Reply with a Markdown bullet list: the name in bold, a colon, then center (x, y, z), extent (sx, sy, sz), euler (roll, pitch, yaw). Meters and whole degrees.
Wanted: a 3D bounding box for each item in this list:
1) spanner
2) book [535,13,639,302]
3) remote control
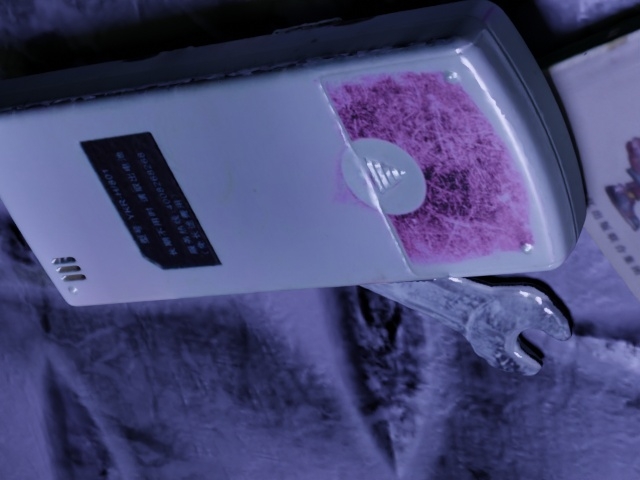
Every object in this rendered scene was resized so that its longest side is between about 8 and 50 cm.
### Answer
- **spanner**: center (0.000, 0.000, 1.073), extent (0.302, 0.017, 0.071), euler (24, 136, 6)
- **book**: center (0.291, -0.032, 0.866), extent (0.371, 0.043, 0.260), euler (-21, 116, 41)
- **remote control**: center (-0.031, -0.038, 1.000), extent (0.344, 0.050, 0.145), euler (-5, 125, 34)
